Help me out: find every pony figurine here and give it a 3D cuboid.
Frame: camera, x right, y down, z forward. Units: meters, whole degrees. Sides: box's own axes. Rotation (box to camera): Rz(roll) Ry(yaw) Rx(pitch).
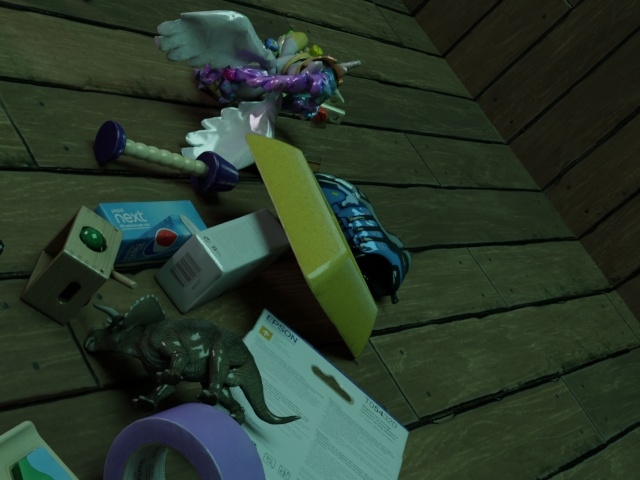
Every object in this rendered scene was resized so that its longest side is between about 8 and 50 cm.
[{"bbox_3d":[-0.127,-0.311,1.959,0.363,0.351,0.302,-133,-150,-70],"label":"pony figurine"}]

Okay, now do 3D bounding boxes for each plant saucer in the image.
[{"bbox_3d":[0.000,0.000,1.789,0.332,0.081,0.332,66,4,31],"label":"plant saucer"}]

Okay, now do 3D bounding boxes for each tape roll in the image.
[{"bbox_3d":[-0.163,0.295,1.220,0.189,0.189,0.080,55,28,15],"label":"tape roll"}]

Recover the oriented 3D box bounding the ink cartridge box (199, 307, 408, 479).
[{"bbox_3d":[-0.027,0.299,1.536,0.324,0.071,0.330,42,27,-7],"label":"ink cartridge box"}]

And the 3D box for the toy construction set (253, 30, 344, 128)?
[{"bbox_3d":[-0.060,-0.347,2.269,0.215,0.151,0.327,33,20,-26],"label":"toy construction set"}]

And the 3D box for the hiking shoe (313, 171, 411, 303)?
[{"bbox_3d":[0.065,-0.015,2.029,0.304,0.113,0.132,41,27,-12],"label":"hiking shoe"}]

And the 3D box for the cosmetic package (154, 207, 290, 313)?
[{"bbox_3d":[-0.152,0.030,1.662,0.085,0.117,0.231,53,29,9],"label":"cosmetic package"}]

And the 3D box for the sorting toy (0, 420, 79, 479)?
[{"bbox_3d":[-0.318,0.314,1.137,0.208,0.038,0.193,50,27,5],"label":"sorting toy"}]

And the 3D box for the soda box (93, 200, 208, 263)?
[{"bbox_3d":[-0.273,-0.014,1.600,0.210,0.067,0.071,-7,58,-57],"label":"soda box"}]

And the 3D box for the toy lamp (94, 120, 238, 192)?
[{"bbox_3d":[-0.259,-0.137,1.774,0.275,0.080,0.080,15,41,-42],"label":"toy lamp"}]

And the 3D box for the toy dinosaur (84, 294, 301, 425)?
[{"bbox_3d":[-0.161,0.160,1.377,0.314,0.121,0.160,15,44,-11],"label":"toy dinosaur"}]

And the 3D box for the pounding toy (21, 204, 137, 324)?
[{"bbox_3d":[-0.317,0.038,1.388,0.100,0.141,0.130,36,30,-21],"label":"pounding toy"}]

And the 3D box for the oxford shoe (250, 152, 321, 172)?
[{"bbox_3d":[-0.083,-0.142,2.042,0.212,0.076,0.076,5,88,-39],"label":"oxford shoe"}]

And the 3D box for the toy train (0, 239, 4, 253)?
[{"bbox_3d":[-0.461,0.030,1.323,0.036,0.027,0.158,56,26,-7],"label":"toy train"}]
